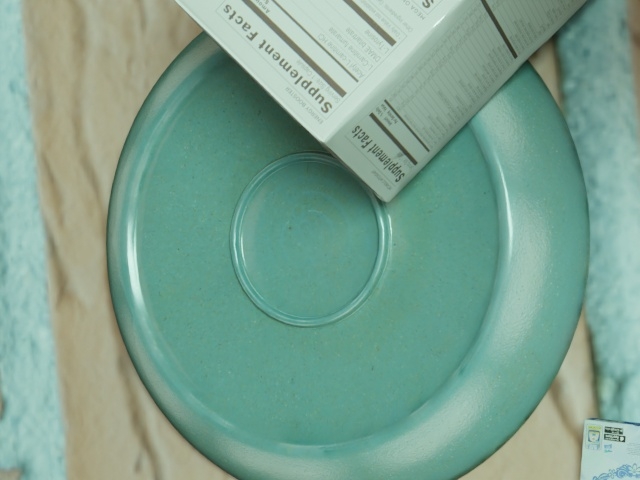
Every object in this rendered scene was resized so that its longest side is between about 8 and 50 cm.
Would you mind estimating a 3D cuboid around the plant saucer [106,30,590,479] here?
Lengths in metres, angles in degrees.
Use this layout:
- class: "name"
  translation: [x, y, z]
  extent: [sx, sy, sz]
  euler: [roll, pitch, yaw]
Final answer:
- class: "plant saucer"
  translation: [0.000, 0.000, 1.094]
  extent: [0.317, 0.043, 0.317]
  euler: [0, 89, 27]

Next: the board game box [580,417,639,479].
- class: "board game box"
  translation: [0.184, 0.145, 1.009]
  extent: [0.090, 0.020, 0.090]
  euler: [5, 90, 26]

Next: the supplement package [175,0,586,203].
- class: "supplement package"
  translation: [0.059, -0.162, 0.984]
  extent: [0.244, 0.139, 0.134]
  euler: [-45, 69, 2]
